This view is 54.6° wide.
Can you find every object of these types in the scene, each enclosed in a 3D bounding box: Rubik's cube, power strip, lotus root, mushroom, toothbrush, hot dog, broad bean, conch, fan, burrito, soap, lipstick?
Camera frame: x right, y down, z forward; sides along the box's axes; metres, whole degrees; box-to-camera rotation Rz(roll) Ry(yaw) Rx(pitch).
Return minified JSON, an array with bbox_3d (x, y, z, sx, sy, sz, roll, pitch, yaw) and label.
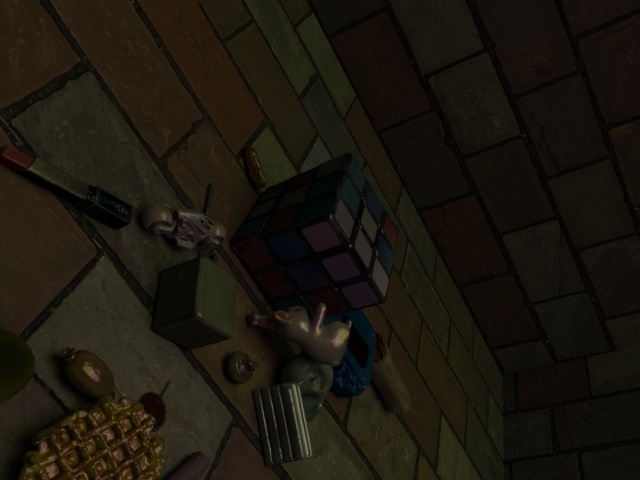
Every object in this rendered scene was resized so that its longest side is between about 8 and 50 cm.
[{"bbox_3d":[0.000,0.000,1.878,0.362,0.359,0.363,60,27,-24],"label":"Rubik's cube"},{"bbox_3d":[-0.292,0.124,1.475,0.139,0.140,0.224,41,38,-45],"label":"power strip"},{"bbox_3d":[-0.441,0.254,1.180,0.150,0.062,0.073,57,29,-29],"label":"lotus root"},{"bbox_3d":[-0.196,0.323,1.589,0.085,0.079,0.085,36,45,-46],"label":"mushroom"},{"bbox_3d":[-0.317,-0.076,1.704,0.019,0.016,0.219,38,41,-35],"label":"toothbrush"},{"bbox_3d":[-0.214,-0.233,1.985,0.062,0.038,0.144,-14,83,-61],"label":"hot dog"},{"bbox_3d":[-0.546,0.213,1.000,0.124,0.082,0.174,64,17,-15],"label":"broad bean"},{"bbox_3d":[-0.045,0.417,1.771,0.221,0.121,0.185,-18,84,-59],"label":"conch"},{"bbox_3d":[-0.354,0.353,1.347,0.085,0.005,0.133,58,30,-23],"label":"fan"},{"bbox_3d":[0.238,0.492,2.293,0.299,0.105,0.143,63,17,-14],"label":"burrito"},{"bbox_3d":[-0.099,0.479,1.626,0.066,0.119,0.198,17,58,-62],"label":"soap"},{"bbox_3d":[-0.525,-0.113,1.284,0.312,0.051,0.051,37,42,-47],"label":"lipstick"}]

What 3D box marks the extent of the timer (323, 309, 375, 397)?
[{"bbox_3d":[0.072,0.333,2.068,0.340,0.115,0.309,56,32,-28],"label":"timer"}]

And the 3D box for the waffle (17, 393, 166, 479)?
[{"bbox_3d":[-0.398,0.401,1.111,0.280,0.060,0.262,39,40,-37],"label":"waffle"}]

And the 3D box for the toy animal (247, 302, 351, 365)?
[{"bbox_3d":[-0.049,0.236,1.737,0.282,0.140,0.138,33,52,-6],"label":"toy animal"}]

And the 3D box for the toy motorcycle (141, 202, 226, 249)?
[{"bbox_3d":[-0.326,-0.041,1.546,0.254,0.112,0.112,17,57,-52],"label":"toy motorcycle"}]

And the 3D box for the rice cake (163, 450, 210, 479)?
[{"bbox_3d":[-0.313,0.514,1.267,0.055,0.049,0.270,57,27,4],"label":"rice cake"}]
